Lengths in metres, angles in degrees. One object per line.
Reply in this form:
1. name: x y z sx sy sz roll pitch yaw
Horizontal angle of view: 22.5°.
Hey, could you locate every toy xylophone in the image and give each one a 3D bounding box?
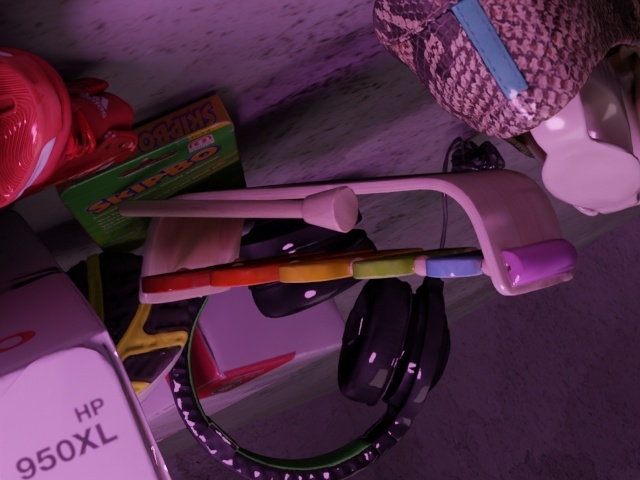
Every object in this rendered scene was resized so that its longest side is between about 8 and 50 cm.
1. toy xylophone: 0.000 0.000 1.121 0.322 0.081 0.236 -2 -177 41

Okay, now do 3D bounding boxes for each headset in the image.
1. headset: 0.027 0.052 1.538 0.394 0.243 0.185 -45 -171 -1

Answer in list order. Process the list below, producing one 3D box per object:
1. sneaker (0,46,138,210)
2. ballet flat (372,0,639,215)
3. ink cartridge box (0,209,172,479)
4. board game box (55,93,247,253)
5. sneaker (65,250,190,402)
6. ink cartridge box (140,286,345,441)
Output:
1. sneaker: -0.148 -0.070 0.852 0.128 0.087 0.221 -29 -174 -29
2. ballet flat: 0.171 -0.100 1.110 0.164 0.182 0.483 -31 169 18
3. ink cartridge box: -0.256 0.135 0.937 0.285 0.166 0.395 -24 -164 -11
4. board game box: -0.118 -0.042 1.163 0.124 0.039 0.259 -24 174 -4
5. sneaker: -0.253 0.171 1.224 0.384 0.145 0.147 -36 167 -20
6. ink cartridge box: -0.156 0.127 1.720 0.306 0.131 0.226 -29 170 36
